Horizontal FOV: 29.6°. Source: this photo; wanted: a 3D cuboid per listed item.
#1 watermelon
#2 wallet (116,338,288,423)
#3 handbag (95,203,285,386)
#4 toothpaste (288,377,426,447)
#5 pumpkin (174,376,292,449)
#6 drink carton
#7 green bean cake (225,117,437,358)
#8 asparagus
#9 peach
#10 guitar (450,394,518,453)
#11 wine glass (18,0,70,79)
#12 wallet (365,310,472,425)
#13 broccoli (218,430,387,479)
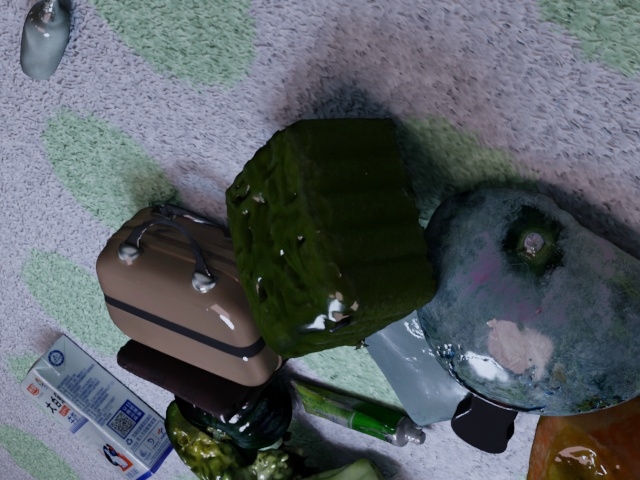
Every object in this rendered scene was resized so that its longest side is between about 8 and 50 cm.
[{"bbox_3d":[0.237,0.072,1.354,0.321,0.188,0.175,18,151,21],"label":"watermelon"},{"bbox_3d":[-0.184,0.183,1.894,0.229,0.182,0.049,21,133,26],"label":"wallet"},{"bbox_3d":[-0.186,0.058,1.778,0.301,0.149,0.283,21,142,27],"label":"handbag"},{"bbox_3d":[0.056,0.276,1.907,0.248,0.047,0.078,15,139,34],"label":"toothpaste"},{"bbox_3d":[-0.144,0.266,1.982,0.202,0.140,0.202,24,157,11],"label":"pumpkin"},{"bbox_3d":[-0.433,0.333,2.379,0.315,0.107,0.130,42,145,-4],"label":"drink carton"},{"bbox_3d":[0.000,0.000,1.437,0.250,0.156,0.247,-34,67,56],"label":"green bean cake"},{"bbox_3d":[-0.148,0.447,2.242,0.108,0.128,0.382,-37,105,18],"label":"asparagus"},{"bbox_3d":[0.348,0.284,1.501,0.214,0.214,0.236,-31,88,55],"label":"peach"},{"bbox_3d":[0.239,0.178,1.541,0.083,0.038,0.271,26,135,8],"label":"guitar"},{"bbox_3d":[-0.353,-0.292,1.576,0.074,0.074,0.262,37,149,0],"label":"wine glass"},{"bbox_3d":[0.156,0.126,1.624,0.251,0.054,0.290,-14,117,45],"label":"wallet"},{"bbox_3d":[-0.017,0.462,2.014,0.293,0.281,0.348,53,-175,-7],"label":"broccoli"}]
